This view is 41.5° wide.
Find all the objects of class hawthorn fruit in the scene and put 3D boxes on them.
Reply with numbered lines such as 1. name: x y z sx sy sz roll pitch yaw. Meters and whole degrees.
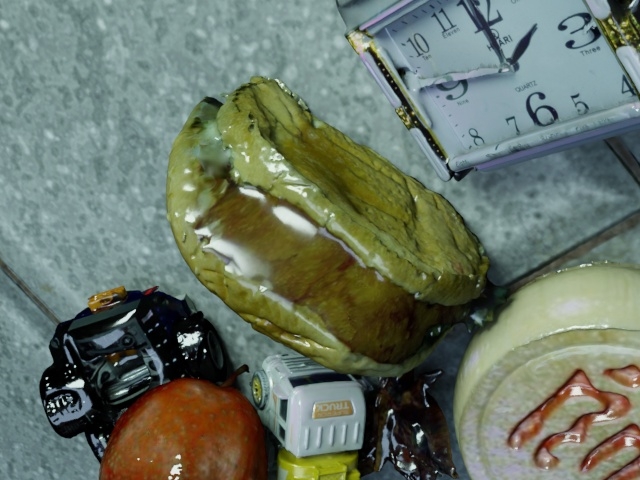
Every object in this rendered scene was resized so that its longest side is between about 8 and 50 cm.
1. hawthorn fruit: -0.113 0.193 0.776 0.157 0.194 0.157 17 147 11

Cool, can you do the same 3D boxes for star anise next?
1. star anise: 0.085 0.180 0.814 0.157 0.054 0.212 53 131 35

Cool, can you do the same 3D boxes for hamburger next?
1. hamburger: 0.000 0.000 0.688 0.309 0.211 0.132 38 118 -2

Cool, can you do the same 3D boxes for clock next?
1. clock: 0.133 -0.144 0.597 0.186 0.083 0.253 55 151 -14

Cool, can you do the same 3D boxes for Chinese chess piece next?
1. Chinese chess piece: 0.252 0.152 0.741 0.270 0.112 0.269 8 118 15

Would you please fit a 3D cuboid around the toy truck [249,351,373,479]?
1. toy truck: -0.010 0.229 0.828 0.098 0.114 0.226 -1 103 -24

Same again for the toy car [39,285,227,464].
1. toy car: -0.166 0.188 0.902 0.193 0.118 0.301 -19 107 6
